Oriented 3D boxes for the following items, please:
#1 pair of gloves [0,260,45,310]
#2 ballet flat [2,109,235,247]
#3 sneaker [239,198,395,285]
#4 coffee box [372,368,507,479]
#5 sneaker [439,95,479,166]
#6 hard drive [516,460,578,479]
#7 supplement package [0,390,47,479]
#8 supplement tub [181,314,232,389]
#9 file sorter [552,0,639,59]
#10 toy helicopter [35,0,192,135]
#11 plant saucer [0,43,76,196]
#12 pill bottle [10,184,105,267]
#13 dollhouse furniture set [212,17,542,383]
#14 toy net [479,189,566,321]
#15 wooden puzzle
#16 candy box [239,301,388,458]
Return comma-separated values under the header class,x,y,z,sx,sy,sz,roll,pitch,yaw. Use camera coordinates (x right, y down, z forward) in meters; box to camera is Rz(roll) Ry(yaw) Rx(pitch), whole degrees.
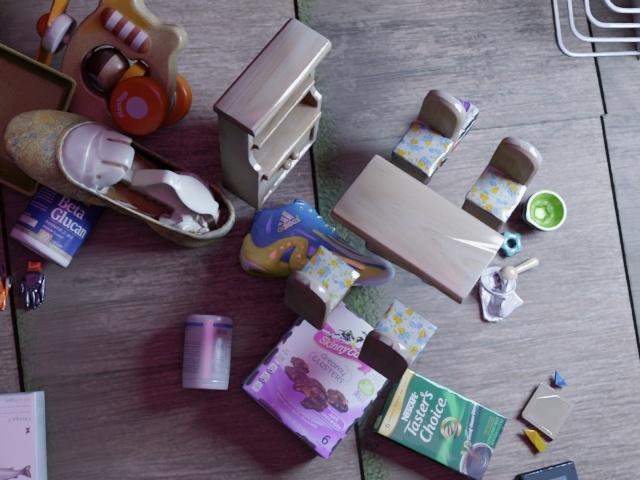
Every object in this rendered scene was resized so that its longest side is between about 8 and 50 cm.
class,x,y,z,sx,sy,sz,roll,pitch,yaw
pair of gloves,-0.448,0.067,1.324,0.083,0.010,0.074,-2,81,-13
ballet flat,-0.264,-0.090,1.258,0.348,0.123,0.123,29,76,-33
sneaker,0.000,0.000,1.375,0.240,0.091,0.126,7,80,-9
coffee box,0.184,0.285,1.391,0.184,0.040,0.113,28,78,-5
sneaker,0.185,-0.166,1.458,0.071,0.068,0.170,36,68,12
hard drive,0.370,0.425,1.414,0.094,0.022,0.135,-11,84,-12
supplement package,-0.437,0.302,1.242,0.105,0.105,0.179,-3,83,-11
supplement tub,-0.167,0.165,1.330,0.071,0.071,0.107,5,81,-10
file sorter,0.499,-0.424,1.439,0.173,0.277,0.192,-3,82,-7
toy helicopter,-0.305,-0.330,1.300,0.235,0.140,0.355,10,107,7
plant saucer,-0.460,-0.187,1.307,0.188,0.045,0.188,26,105,1
pill bottle,-0.366,-0.054,1.313,0.094,0.094,0.169,31,77,-5
dollhouse furniture set,0.065,-0.079,1.236,0.394,0.256,0.362,34,70,10
toy net,0.305,0.016,1.452,0.122,0.045,0.232,25,78,-6
wooden puzzle,0.363,0.274,1.441,0.078,0.014,0.116,44,77,-6
candy box,0.004,0.198,1.356,0.165,0.070,0.196,41,77,-2
